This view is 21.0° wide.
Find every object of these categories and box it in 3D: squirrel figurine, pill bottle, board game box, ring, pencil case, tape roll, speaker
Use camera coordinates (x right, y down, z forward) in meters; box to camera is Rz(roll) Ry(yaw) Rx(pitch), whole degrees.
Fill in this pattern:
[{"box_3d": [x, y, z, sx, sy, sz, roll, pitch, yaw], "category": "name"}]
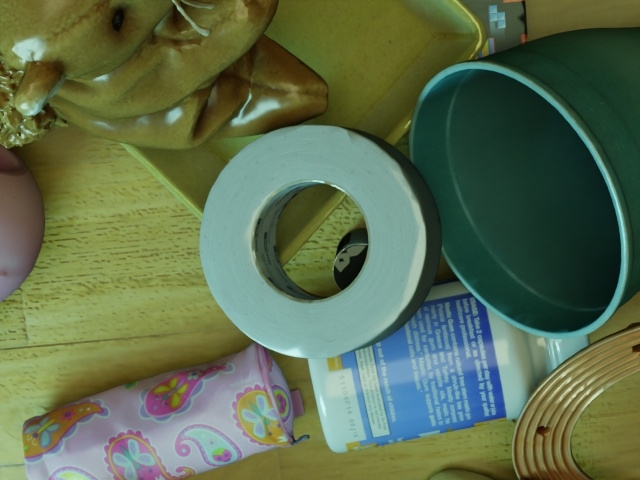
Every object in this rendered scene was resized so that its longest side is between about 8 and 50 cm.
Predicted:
[{"box_3d": [-0.232, -0.187, 1.505, 0.397, 0.370, 0.281, -15, 94, 15], "category": "squirrel figurine"}, {"box_3d": [0.129, 0.114, 1.718, 0.272, 0.152, 0.152, -11, 96, 3], "category": "pill bottle"}, {"box_3d": [0.123, -0.201, 1.733, 0.170, 0.048, 0.141, -5, 95, 3], "category": "board game box"}, {"box_3d": [0.352, 0.177, 1.691, 0.337, 0.032, 0.336, -3, 134, -4], "category": "ring"}, {"box_3d": [-0.161, 0.196, 1.758, 0.284, 0.124, 0.124, -20, 96, 3], "category": "pencil case"}, {"box_3d": [0.000, 0.000, 1.618, 0.219, 0.072, 0.219, 0, 91, 17], "category": "tape roll"}, {"box_3d": [0.041, 0.022, 1.718, 0.055, 0.136, 0.055, 0, 97, 2], "category": "speaker"}]

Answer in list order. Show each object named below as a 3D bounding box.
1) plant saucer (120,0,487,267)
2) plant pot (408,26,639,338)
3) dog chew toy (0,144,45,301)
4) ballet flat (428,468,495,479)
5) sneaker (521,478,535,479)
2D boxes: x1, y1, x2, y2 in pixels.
[{"box_3d": [-0.055, -0.193, 1.696, 0.333, 0.081, 0.333, 44, 105, 5], "category": "plant saucer"}, {"box_3d": [0.268, -0.082, 1.619, 0.255, 0.272, 0.271, -27, 96, -31], "category": "plant pot"}, {"box_3d": [-0.414, 0.046, 1.715, 0.207, 0.206, 0.331, 30, 105, -2], "category": "dog chew toy"}, {"box_3d": [0.209, 0.317, 1.778, 0.232, 0.073, 0.080, 34, 99, -2], "category": "ballet flat"}, {"box_3d": [0.282, 0.321, 1.729, 0.234, 0.106, 0.078, 22, 130, -26], "category": "sneaker"}]
